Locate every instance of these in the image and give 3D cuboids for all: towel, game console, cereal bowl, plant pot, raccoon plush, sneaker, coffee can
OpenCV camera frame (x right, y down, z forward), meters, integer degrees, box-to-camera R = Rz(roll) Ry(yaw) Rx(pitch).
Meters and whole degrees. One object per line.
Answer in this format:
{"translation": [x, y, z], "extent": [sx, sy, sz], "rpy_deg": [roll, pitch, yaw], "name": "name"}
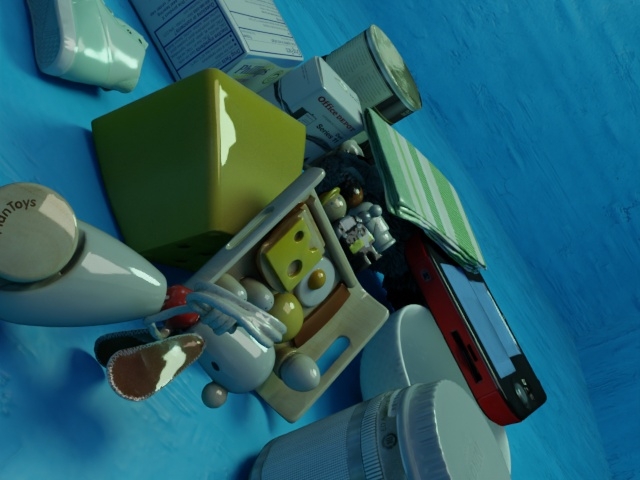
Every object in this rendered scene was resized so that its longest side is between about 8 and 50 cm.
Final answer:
{"translation": [0.200, -0.086, 1.292], "extent": [0.325, 0.038, 0.248], "rpy_deg": [31, 37, -44], "name": "towel"}
{"translation": [0.314, 0.159, 1.321], "extent": [0.342, 0.060, 0.386], "rpy_deg": [5, 56, -59], "name": "game console"}
{"translation": [0.175, 0.287, 1.149], "extent": [0.339, 0.141, 0.339], "rpy_deg": [44, 27, -29], "name": "cereal bowl"}
{"translation": [-0.151, -0.069, 0.889], "extent": [0.212, 0.212, 0.187], "rpy_deg": [22, 57, -56], "name": "plant pot"}
{"translation": [0.122, 0.005, 1.374], "extent": [0.299, 0.216, 0.446], "rpy_deg": [-9, 72, -57], "name": "raccoon plush"}
{"translation": [-0.319, -0.320, 0.938], "extent": [0.151, 0.094, 0.256], "rpy_deg": [14, 61, -53], "name": "sneaker"}
{"translation": [0.048, -0.298, 1.441], "extent": [0.201, 0.275, 0.201], "rpy_deg": [45, 29, -33], "name": "coffee can"}

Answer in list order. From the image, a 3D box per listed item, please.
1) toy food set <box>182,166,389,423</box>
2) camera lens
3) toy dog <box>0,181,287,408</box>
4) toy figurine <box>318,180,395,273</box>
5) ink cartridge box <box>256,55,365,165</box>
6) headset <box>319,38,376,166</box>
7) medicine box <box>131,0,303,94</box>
{"translation": [-0.026, 0.081, 0.863], "extent": [0.092, 0.220, 0.306], "rpy_deg": [29, -23, 39], "name": "toy food set"}
{"translation": [0.065, 0.306, 0.801], "extent": [0.219, 0.274, 0.219], "rpy_deg": [45, 28, -32], "name": "camera lens"}
{"translation": [-0.209, 0.081, 0.626], "extent": [0.334, 0.161, 0.220], "rpy_deg": [30, -14, -2], "name": "toy dog"}
{"translation": [0.000, 0.000, 1.097], "extent": [0.148, 0.209, 0.213], "rpy_deg": [56, 23, 1], "name": "toy figurine"}
{"translation": [-0.042, -0.223, 1.257], "extent": [0.153, 0.208, 0.087], "rpy_deg": [33, 36, -47], "name": "ink cartridge box"}
{"translation": [0.115, -0.285, 1.650], "extent": [0.394, 0.185, 0.243], "rpy_deg": [55, 15, -24], "name": "headset"}
{"translation": [-0.197, -0.419, 1.233], "extent": [0.289, 0.149, 0.263], "rpy_deg": [61, 23, -1], "name": "medicine box"}
